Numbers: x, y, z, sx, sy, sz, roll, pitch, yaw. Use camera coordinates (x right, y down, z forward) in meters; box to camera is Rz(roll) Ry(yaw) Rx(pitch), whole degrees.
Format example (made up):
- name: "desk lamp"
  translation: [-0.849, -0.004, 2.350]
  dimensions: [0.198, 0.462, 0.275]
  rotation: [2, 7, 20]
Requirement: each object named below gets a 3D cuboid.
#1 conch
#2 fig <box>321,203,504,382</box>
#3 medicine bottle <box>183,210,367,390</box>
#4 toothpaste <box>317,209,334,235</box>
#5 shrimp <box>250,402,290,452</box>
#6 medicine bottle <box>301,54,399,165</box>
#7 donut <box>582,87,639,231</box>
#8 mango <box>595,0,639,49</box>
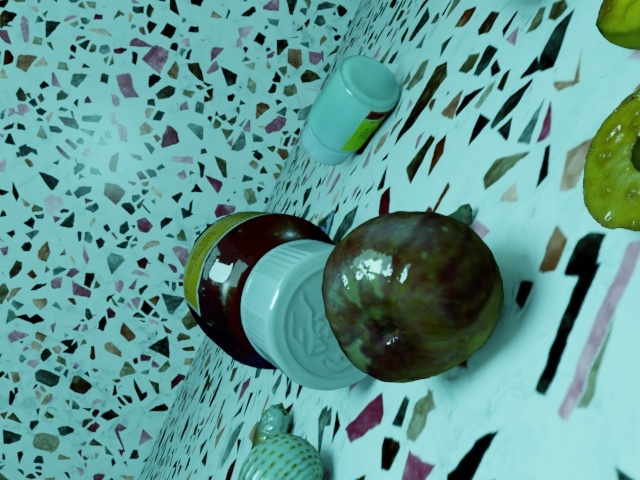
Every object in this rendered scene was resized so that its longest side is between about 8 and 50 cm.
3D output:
- name: "conch"
  translation: [-0.048, 0.303, 0.652]
  dimensions: [0.153, 0.102, 0.135]
  rotation: [-117, 39, -73]
- name: "fig"
  translation: [0.108, 0.040, 0.517]
  dimensions: [0.143, 0.231, 0.160]
  rotation: [51, 127, 26]
- name: "medicine bottle"
  translation: [-0.051, 0.084, 0.806]
  dimensions: [0.395, 0.242, 0.242]
  rotation: [19, 84, 63]
- name: "toothpaste"
  translation: [0.000, 0.000, 1.165]
  dimensions: [0.045, 0.028, 0.170]
  rotation: [-39, 24, 39]
- name: "shrimp"
  translation: [-0.059, 0.302, 0.805]
  dimensions: [0.166, 0.049, 0.161]
  rotation: [-44, 27, 54]
- name: "medicine bottle"
  translation: [0.056, -0.269, 1.185]
  dimensions: [0.225, 0.139, 0.139]
  rotation: [-47, 22, 53]
- name: "donut"
  translation: [0.219, -0.052, 0.361]
  dimensions: [0.108, 0.043, 0.097]
  rotation: [-69, 14, -13]
- name: "mango"
  translation: [0.261, -0.186, 0.400]
  dimensions: [0.187, 0.066, 0.101]
  rotation: [-160, 86, -82]
